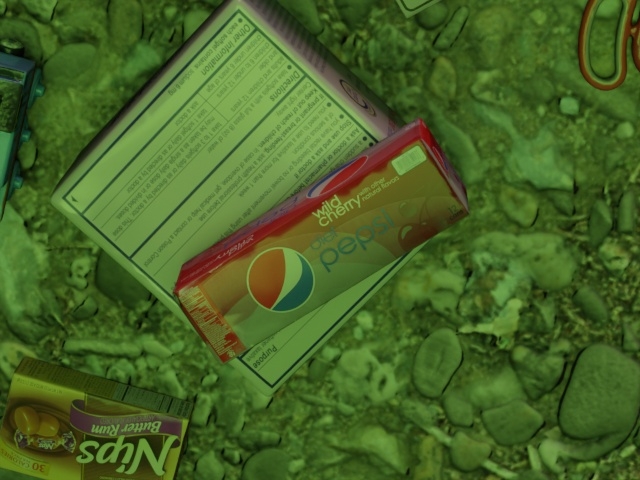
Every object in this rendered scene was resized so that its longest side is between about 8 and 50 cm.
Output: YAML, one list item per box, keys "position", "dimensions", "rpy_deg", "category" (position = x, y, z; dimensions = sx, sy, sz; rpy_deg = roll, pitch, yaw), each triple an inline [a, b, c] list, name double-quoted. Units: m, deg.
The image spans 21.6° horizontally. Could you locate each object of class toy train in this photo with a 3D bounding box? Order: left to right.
- position: [-0.322, -0.103, 1.621]
  dimensions: [0.080, 0.105, 0.184]
  rpy_deg: [16, 106, -2]
  category: "toy train"

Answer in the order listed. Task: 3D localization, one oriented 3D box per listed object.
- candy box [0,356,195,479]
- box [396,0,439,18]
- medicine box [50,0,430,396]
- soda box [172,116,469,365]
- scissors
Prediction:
- position: [-0.233, 0.200, 1.735]
  dimensions: [0.186, 0.053, 0.109]
  rpy_deg: [16, 107, -1]
  category: "candy box"
- position: [0.161, -0.349, 1.520]
  dimensions: [0.290, 0.087, 0.169]
  rpy_deg: [-27, 113, 10]
  category: "box"
- position: [-0.057, -0.052, 1.600]
  dimensions: [0.289, 0.149, 0.263]
  rpy_deg: [43, 104, -10]
  category: "medicine box"
- position: [0.000, 0.000, 1.486]
  dimensions: [0.263, 0.092, 0.083]
  rpy_deg: [-31, 103, 10]
  category: "soda box"
- position: [0.306, -0.285, 1.578]
  dimensions: [0.109, 0.021, 0.297]
  rpy_deg: [4, 108, 4]
  category: "scissors"
